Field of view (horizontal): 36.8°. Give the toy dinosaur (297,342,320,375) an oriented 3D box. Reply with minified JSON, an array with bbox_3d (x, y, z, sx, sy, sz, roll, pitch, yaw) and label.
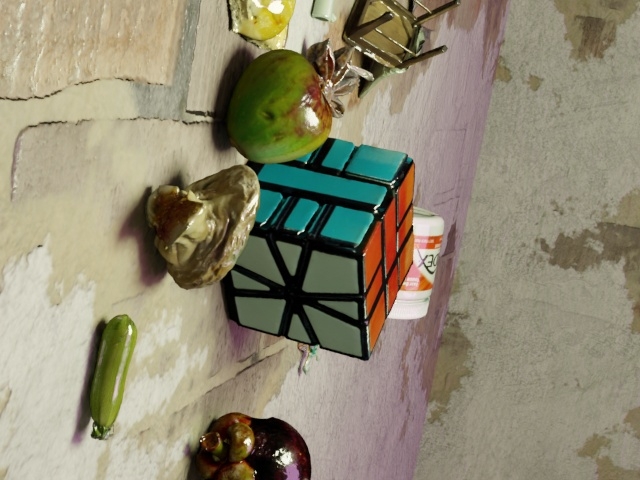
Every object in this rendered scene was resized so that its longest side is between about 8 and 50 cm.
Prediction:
[{"bbox_3d":[-0.019,0.217,2.235,0.106,0.044,0.187,-33,137,-43],"label":"toy dinosaur"}]

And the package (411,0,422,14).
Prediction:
[{"bbox_3d":[0.253,-0.687,2.413,0.239,0.030,0.154,87,26,-43],"label":"package"}]

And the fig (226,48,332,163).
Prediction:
[{"bbox_3d":[-0.069,-0.210,1.578,0.191,0.181,0.181,-39,148,-18],"label":"fig"}]

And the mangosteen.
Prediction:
[{"bbox_3d":[-0.139,0.414,1.790,0.250,0.211,0.211,38,63,-37],"label":"mangosteen"}]

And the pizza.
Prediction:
[{"bbox_3d":[-0.074,-0.376,1.573,0.188,0.081,0.204,-57,155,-46],"label":"pizza"}]

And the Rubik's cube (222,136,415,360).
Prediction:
[{"bbox_3d":[0.000,0.000,1.737,0.283,0.288,0.293,-58,156,-43],"label":"Rubik's cube"}]

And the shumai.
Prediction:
[{"bbox_3d":[-0.188,-0.028,1.419,0.153,0.161,0.209,16,121,-45],"label":"shumai"}]

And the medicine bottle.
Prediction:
[{"bbox_3d":[0.150,0.037,2.262,0.252,0.252,0.241,-19,121,-69],"label":"medicine bottle"}]

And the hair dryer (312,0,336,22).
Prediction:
[{"bbox_3d":[0.017,-0.450,1.873,0.124,0.038,0.063,9,94,-78],"label":"hair dryer"}]

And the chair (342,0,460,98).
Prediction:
[{"bbox_3d":[0.136,-0.448,2.085,0.186,0.319,0.160,28,68,-25],"label":"chair"}]

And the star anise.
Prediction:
[{"bbox_3d":[0.008,-0.293,1.873,0.262,0.081,0.230,-41,142,-43],"label":"star anise"}]

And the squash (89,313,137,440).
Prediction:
[{"bbox_3d":[-0.295,0.192,1.357,0.052,0.052,0.183,-5,106,-71],"label":"squash"}]
